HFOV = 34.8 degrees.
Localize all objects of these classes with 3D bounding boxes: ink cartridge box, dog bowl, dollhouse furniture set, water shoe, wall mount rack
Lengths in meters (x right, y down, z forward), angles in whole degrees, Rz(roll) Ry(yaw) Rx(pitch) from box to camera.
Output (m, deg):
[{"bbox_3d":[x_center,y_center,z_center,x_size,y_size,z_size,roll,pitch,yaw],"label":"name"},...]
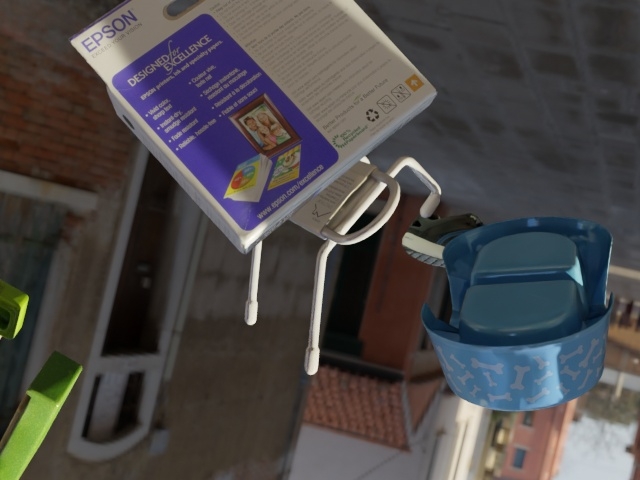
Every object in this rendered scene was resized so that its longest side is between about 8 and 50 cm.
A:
[{"bbox_3d":[-0.050,-0.129,0.797,0.208,0.206,0.045,49,161,5],"label":"ink cartridge box"},{"bbox_3d":[0.191,0.062,0.958,0.165,0.074,0.297,-4,-160,17],"label":"dog bowl"},{"bbox_3d":[-0.191,0.047,0.476,0.151,0.059,0.076,31,-152,-8],"label":"dollhouse furniture set"},{"bbox_3d":[0.199,0.001,1.369,0.203,0.080,0.073,17,169,38],"label":"water shoe"},{"bbox_3d":[0.000,0.000,1.418,0.130,0.304,0.350,44,172,-30],"label":"wall mount rack"}]
